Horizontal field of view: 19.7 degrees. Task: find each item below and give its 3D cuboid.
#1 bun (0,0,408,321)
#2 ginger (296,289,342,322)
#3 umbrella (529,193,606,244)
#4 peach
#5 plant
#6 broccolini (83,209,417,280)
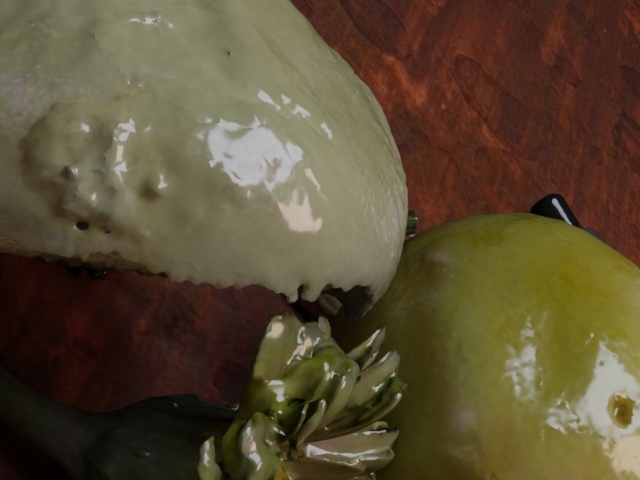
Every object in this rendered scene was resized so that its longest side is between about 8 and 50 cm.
[{"bbox_3d":[-0.117,-0.076,1.138,0.364,0.364,0.202,11,89,-52],"label":"bun"},{"bbox_3d":[0.002,-0.006,1.573,0.133,0.059,0.214,-2,56,-48],"label":"ginger"},{"bbox_3d":[0.320,0.097,1.918,0.337,0.067,0.073,58,14,14],"label":"umbrella"},{"bbox_3d":[0.133,0.133,1.358,0.314,0.281,0.316,79,2,-54],"label":"peach"},{"bbox_3d":[-0.091,0.177,1.117,0.297,0.306,0.261,0,72,-5],"label":"plant"},{"bbox_3d":[-0.059,-0.003,1.348,0.057,0.254,0.071,141,-50,-81],"label":"broccolini"}]
